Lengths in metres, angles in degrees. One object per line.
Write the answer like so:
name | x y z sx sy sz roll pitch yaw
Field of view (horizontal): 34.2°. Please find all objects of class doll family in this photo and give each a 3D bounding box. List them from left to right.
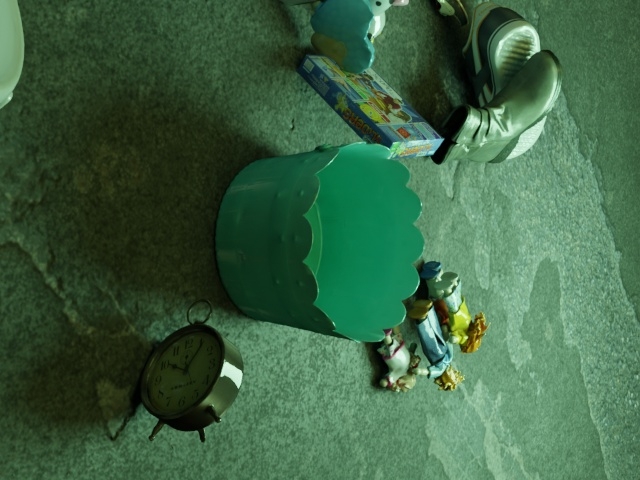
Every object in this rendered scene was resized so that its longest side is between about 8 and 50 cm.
doll family | 0.204 0.163 1.761 0.263 0.118 0.163 -46 125 -41

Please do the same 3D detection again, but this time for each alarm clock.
alarm clock | -0.157 0.157 1.310 0.064 0.129 0.192 43 38 -45

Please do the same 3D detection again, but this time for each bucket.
bucket | 0.000 0.000 1.450 0.281 0.183 0.281 -3 94 -52

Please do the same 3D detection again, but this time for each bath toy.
bath toy | 0.109 -0.408 1.600 0.129 0.151 0.348 44 55 -15

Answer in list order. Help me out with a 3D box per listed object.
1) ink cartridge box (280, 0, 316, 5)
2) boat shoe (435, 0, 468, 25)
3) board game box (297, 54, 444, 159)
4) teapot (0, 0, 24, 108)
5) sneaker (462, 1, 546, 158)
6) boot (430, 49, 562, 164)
ink cartridge box | -0.121 -0.469 1.385 0.371 0.069 0.175 21 75 -47
boat shoe | 0.218 -0.421 1.825 0.043 0.049 0.137 -38 135 6
board game box | 0.075 -0.201 1.548 0.136 0.201 0.035 -10 142 -50
teapot | -0.402 -0.207 0.949 0.252 0.187 0.255 18 57 -78
sneaker | 0.338 -0.298 1.908 0.126 0.127 0.321 -23 139 -10
boot | 0.300 -0.220 1.789 0.161 0.083 0.246 -4 138 -40
